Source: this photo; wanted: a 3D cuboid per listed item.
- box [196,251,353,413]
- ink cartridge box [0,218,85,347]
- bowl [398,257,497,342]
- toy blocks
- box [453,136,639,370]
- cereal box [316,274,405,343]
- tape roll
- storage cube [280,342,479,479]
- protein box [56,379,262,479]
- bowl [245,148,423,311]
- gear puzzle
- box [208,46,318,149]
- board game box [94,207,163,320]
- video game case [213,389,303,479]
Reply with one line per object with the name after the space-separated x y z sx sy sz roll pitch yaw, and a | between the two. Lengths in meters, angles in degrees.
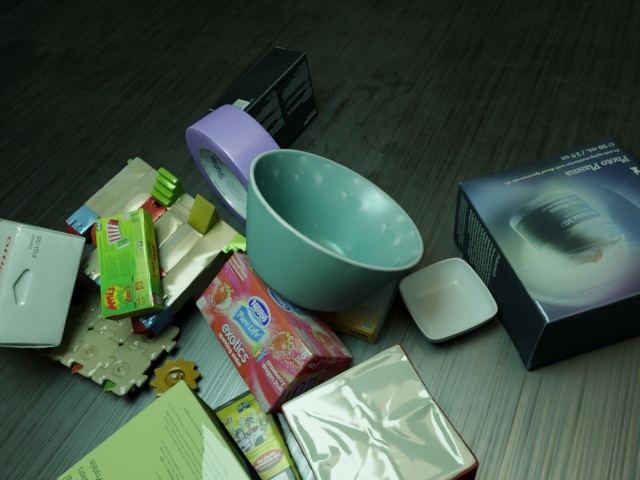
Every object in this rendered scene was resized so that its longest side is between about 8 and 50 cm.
-0.084 0.151 0.829 0.128 0.122 0.257 -52 54 12 | box
-0.577 0.070 0.920 0.283 0.117 0.207 8 84 42 | ink cartridge box
0.224 0.111 0.869 0.142 0.053 0.142 -22 52 -5 | bowl
-0.348 0.017 0.973 0.381 0.191 0.261 36 70 16 | toy blocks
0.427 0.014 0.823 0.296 0.183 0.294 -18 53 -2 | box
0.070 0.061 0.942 0.173 0.047 0.240 15 57 23 | cereal box
-0.154 -0.134 0.994 0.090 0.275 0.275 -41 56 -19 | tape roll
0.081 0.290 0.670 0.215 0.193 0.184 -26 52 -8 | storage cube
-0.203 0.350 0.672 0.201 0.136 0.200 -38 55 -17 | protein box
0.000 0.000 0.824 0.311 0.163 0.311 21 31 -13 | bowl
-0.364 0.207 0.925 0.338 0.044 0.175 19 49 20 | gear puzzle
-0.128 -0.314 1.189 0.103 0.184 0.261 22 59 28 | box
-0.341 0.042 0.868 0.092 0.043 0.181 -14 73 4 | board game box
-0.166 0.395 0.741 0.274 0.035 0.248 -27 53 -9 | video game case
